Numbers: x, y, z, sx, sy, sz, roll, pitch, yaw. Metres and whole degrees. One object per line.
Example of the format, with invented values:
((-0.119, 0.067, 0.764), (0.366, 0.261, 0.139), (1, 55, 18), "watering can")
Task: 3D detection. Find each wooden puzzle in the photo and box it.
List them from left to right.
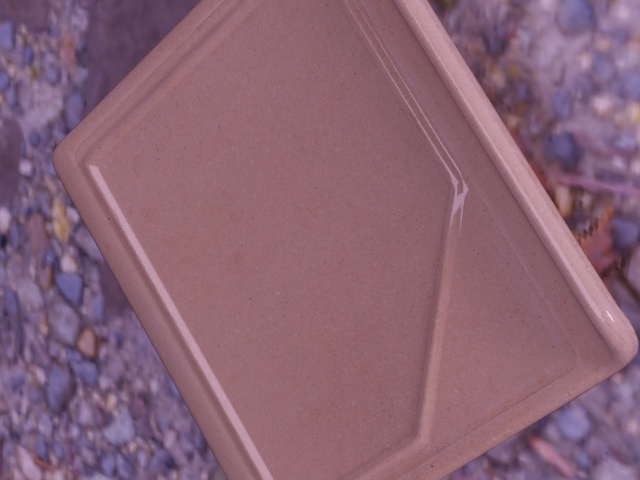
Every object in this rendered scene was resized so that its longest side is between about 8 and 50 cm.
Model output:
((0.000, 0.000, 0.686), (0.239, 0.044, 0.221), (-40, 76, 42), "wooden puzzle")
